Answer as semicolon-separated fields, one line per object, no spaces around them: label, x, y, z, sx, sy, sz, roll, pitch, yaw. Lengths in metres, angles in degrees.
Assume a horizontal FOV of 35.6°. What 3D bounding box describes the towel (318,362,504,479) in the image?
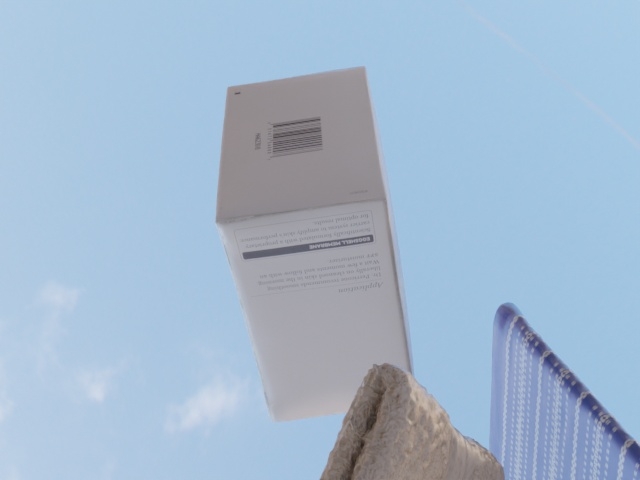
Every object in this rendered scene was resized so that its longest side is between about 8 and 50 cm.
towel;0.031;0.231;0.595;0.049;0.187;0.282;9;-115;34

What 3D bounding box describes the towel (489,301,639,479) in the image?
towel;0.222;0.224;0.868;0.040;0.336;0.243;-7;-68;-10

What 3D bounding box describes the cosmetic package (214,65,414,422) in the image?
cosmetic package;0.000;0.000;0.892;0.138;0.224;0.224;-8;-143;3
